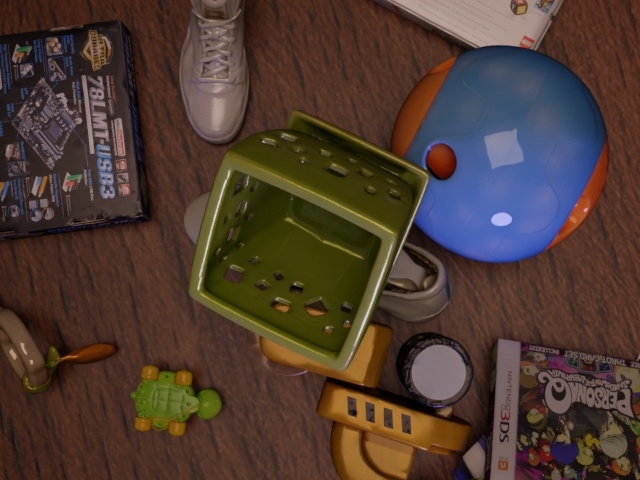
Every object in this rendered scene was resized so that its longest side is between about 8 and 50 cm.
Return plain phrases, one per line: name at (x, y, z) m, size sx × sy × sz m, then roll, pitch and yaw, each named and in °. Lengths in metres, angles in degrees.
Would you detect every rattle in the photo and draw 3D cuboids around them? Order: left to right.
rattle at (-0.414, 0.112, 1.618) m, size 0.143 × 0.130 × 0.200 m, roll -35°, pitch 59°, yaw -11°

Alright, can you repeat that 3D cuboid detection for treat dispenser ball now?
treat dispenser ball at (0.236, -0.115, 1.494) m, size 0.288 × 0.288 × 0.288 m, roll 0°, pitch 86°, yaw 2°

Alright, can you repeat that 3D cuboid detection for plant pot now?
plant pot at (-0.003, -0.017, 1.380) m, size 0.227 × 0.207 × 0.228 m, roll 26°, pitch 127°, yaw 10°

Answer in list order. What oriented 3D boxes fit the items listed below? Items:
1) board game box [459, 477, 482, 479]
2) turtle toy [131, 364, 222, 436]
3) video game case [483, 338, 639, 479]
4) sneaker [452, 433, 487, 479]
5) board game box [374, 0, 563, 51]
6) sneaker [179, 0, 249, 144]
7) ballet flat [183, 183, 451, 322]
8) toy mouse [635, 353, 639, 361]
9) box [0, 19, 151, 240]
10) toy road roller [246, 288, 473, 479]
board game box at (0.161, 0.380, 1.525) m, size 0.043 × 0.181 × 0.092 m, roll -15°, pitch 84°, yaw -37°
turtle toy at (-0.206, 0.229, 1.601) m, size 0.130 × 0.066 × 0.095 m, roll 8°, pitch 87°, yaw 2°
video game case at (0.342, 0.251, 1.522) m, size 0.232 × 0.042 × 0.210 m, roll 10°, pitch 62°, yaw -2°
sneaker at (0.341, 0.380, 1.552) m, size 0.182 × 0.127 × 0.315 m, roll -37°, pitch 77°, yaw -16°
board game box at (0.204, -0.393, 1.630) m, size 0.305 × 0.053 × 0.193 m, roll 30°, pitch 89°, yaw 4°
sneaker at (-0.155, -0.290, 1.582) m, size 0.108 × 0.169 × 0.292 m, roll 0°, pitch 88°, yaw 1°
ballet flat at (0.000, 0.000, 1.572) m, size 0.400 × 0.139 × 0.139 m, roll 20°, pitch 87°, yaw 4°
toy mouse at (0.393, 0.246, 1.592) m, size 0.143 × 0.031 × 0.161 m, roll -4°, pitch 86°, yaw 2°
box at (-0.409, -0.155, 1.631) m, size 0.293 × 0.073 × 0.295 m, roll -8°, pitch 86°, yaw 1°
toy road roller at (0.043, 0.215, 1.523) m, size 0.329 × 0.202 × 0.240 m, roll 17°, pitch 87°, yaw 3°
